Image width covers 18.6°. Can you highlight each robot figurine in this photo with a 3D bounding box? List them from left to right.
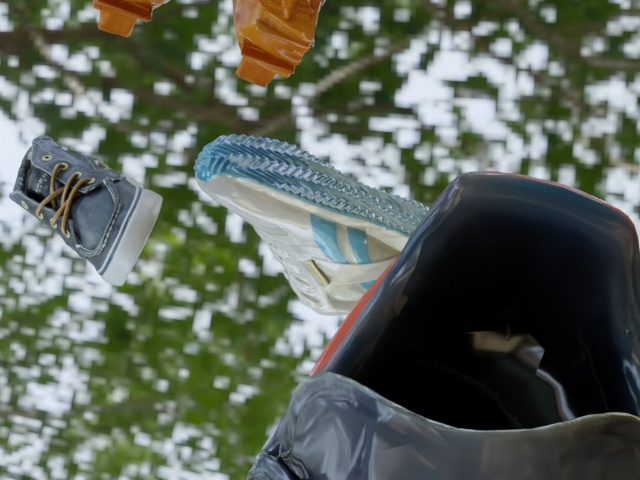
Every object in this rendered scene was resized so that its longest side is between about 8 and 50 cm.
[{"bbox_3d":[-0.065,-0.253,1.344,0.211,0.085,0.291,20,-128,-16],"label":"robot figurine"}]

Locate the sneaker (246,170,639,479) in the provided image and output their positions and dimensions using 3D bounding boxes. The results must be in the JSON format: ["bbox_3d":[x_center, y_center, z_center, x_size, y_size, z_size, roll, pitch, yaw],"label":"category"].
[{"bbox_3d":[0.017,0.119,0.411,0.350,0.131,0.148,-79,-2,-49],"label":"sneaker"}]

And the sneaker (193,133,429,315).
[{"bbox_3d":[0.000,0.000,1.375,0.229,0.087,0.092,25,-68,-34],"label":"sneaker"}]

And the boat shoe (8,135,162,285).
[{"bbox_3d":[-0.158,-0.022,1.271,0.083,0.183,0.065,26,-88,-14],"label":"boat shoe"}]
